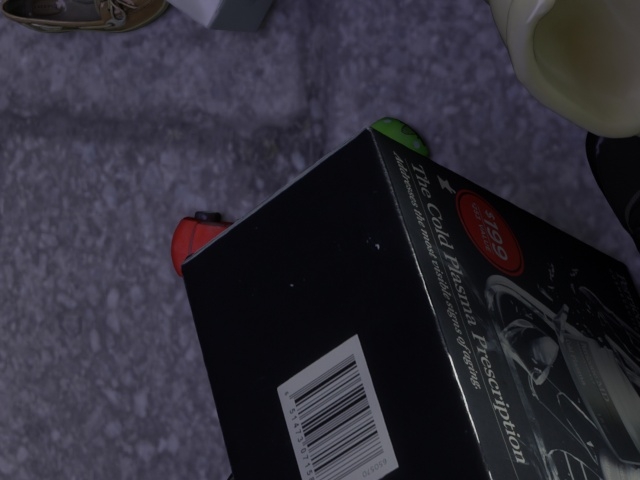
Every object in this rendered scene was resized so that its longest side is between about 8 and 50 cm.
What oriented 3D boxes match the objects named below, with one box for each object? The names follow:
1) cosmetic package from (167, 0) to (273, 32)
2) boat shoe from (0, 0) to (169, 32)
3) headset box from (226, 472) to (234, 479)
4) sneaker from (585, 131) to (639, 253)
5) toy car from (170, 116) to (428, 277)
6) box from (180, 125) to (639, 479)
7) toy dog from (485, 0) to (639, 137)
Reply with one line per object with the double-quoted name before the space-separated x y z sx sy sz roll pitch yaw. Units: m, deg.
"cosmetic package" -0.143 -0.383 1.503 0.377 0.097 0.284 37 106 18
"boat shoe" -0.195 -0.202 1.582 0.153 0.048 0.056 -1 93 29
"headset box" 0.003 0.340 1.457 0.283 0.131 0.246 41 110 21
"sneaker" 0.276 0.013 1.290 0.107 0.124 0.283 -45 72 23
"toy car" 0.000 0.000 1.483 0.239 0.053 0.225 42 111 20
"box" 0.107 0.148 1.227 0.179 0.312 0.343 -35 53 25
"toy dog" 0.161 -0.263 1.247 0.284 0.395 0.408 -50 52 7
